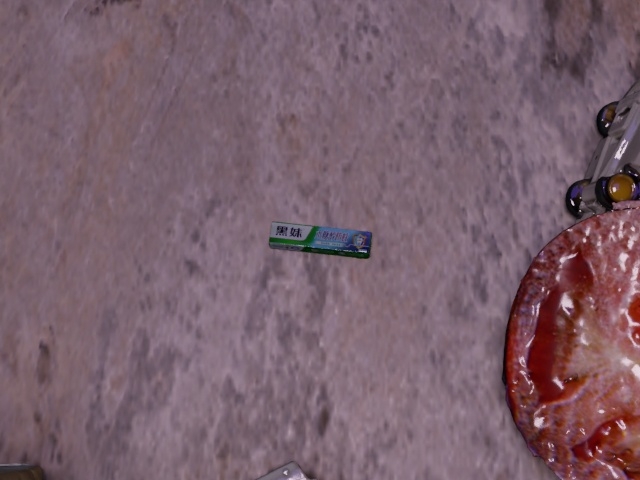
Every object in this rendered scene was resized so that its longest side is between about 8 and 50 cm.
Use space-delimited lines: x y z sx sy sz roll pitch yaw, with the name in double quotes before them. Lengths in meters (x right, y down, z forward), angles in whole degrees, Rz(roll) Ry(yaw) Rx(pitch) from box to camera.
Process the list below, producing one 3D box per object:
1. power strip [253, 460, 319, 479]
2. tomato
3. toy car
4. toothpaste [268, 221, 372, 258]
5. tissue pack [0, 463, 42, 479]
"power strip" -0.111 0.239 0.639 0.253 0.027 0.060 -25 72 -5
"tomato" 0.244 0.083 0.617 0.225 0.085 0.224 -3 84 28
"toy car" 0.270 -0.054 0.689 0.112 0.112 0.139 27 84 -4
"toothpaste" 0.000 0.000 0.723 0.083 0.017 0.020 6 72 5
"tissue pack" -0.267 0.312 0.442 0.205 0.332 0.404 4 76 -11
